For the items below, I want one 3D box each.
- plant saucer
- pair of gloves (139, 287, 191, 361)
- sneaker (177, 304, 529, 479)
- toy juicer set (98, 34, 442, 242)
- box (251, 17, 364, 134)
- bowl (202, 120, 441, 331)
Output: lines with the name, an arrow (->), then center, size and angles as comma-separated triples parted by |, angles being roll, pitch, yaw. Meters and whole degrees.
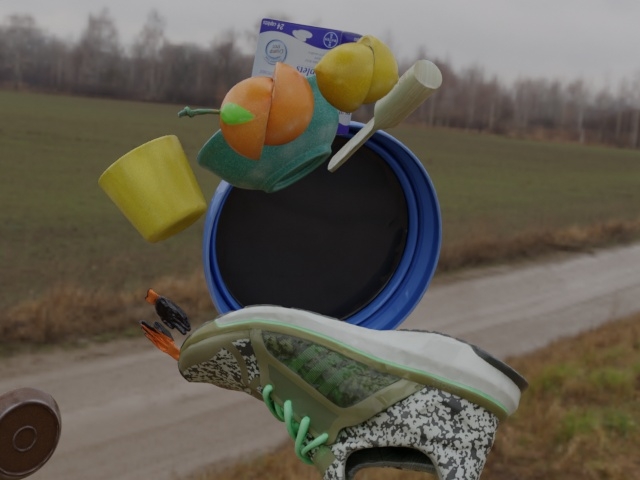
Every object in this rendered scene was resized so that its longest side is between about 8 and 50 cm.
plant saucer -> -0.503, 0.331, 1.788 | 0.029, 0.168, 0.168 | 17, 13, 42
pair of gloves -> -0.190, 0.104, 1.302 | 0.074, 0.083, 0.010 | 36, 41, 17
sneaker -> 0.008, 0.186, 1.153 | 0.410, 0.182, 0.158 | 4, -28, 27
toy juicer set -> -0.015, -0.111, 0.867 | 0.209, 0.089, 0.329 | -37, -7, 34
box -> -0.021, -0.220, 1.427 | 0.126, 0.137, 0.072 | 15, 11, 25
bowl -> 0.000, 0.000, 1.667 | 0.391, 0.391, 0.077 | 2, 17, -21
